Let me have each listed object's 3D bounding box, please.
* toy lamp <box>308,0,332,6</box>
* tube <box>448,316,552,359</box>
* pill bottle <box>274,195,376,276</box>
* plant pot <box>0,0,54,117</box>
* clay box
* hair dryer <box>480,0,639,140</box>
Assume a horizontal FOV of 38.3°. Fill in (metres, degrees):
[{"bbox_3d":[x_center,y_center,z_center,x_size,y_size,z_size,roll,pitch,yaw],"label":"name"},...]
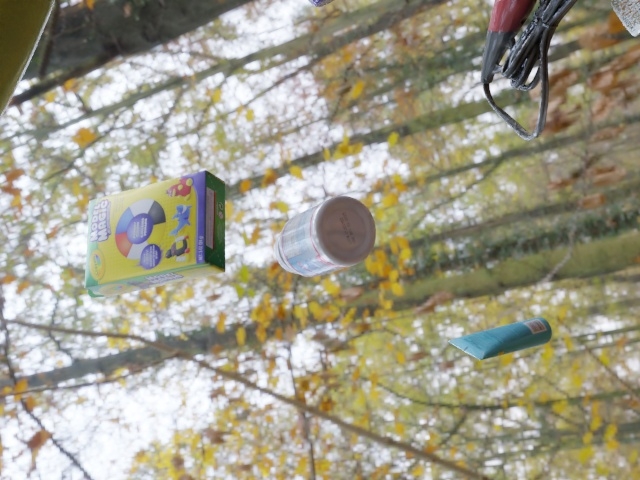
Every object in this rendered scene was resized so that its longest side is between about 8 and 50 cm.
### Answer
[{"bbox_3d":[-0.052,-0.437,1.211,0.275,0.080,0.080,60,-149,0],"label":"toy lamp"},{"bbox_3d":[0.334,0.180,1.672,0.207,0.080,0.052,-7,-72,-36],"label":"tube"},{"bbox_3d":[0.000,0.000,1.177,0.087,0.160,0.087,4,-101,-23],"label":"pill bottle"},{"bbox_3d":[-0.459,-0.224,1.067,0.293,0.274,0.275,-50,-50,-6],"label":"plant pot"},{"bbox_3d":[-0.229,-0.004,1.207,0.053,0.222,0.128,33,-131,-57],"label":"clay box"},{"bbox_3d":[0.168,-0.245,0.739,0.080,0.223,0.294,-13,-99,-45],"label":"hair dryer"}]
